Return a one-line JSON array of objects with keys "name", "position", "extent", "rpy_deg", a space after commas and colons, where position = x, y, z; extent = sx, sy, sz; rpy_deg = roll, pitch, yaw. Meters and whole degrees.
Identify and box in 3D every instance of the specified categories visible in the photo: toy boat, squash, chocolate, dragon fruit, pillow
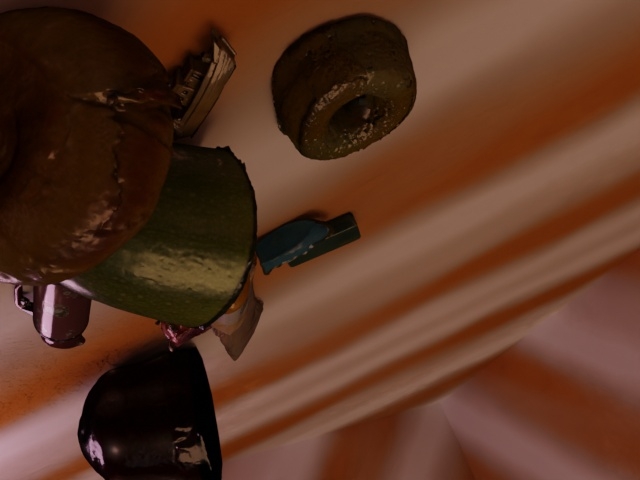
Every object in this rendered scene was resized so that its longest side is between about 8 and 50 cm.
[{"name": "toy boat", "position": [-0.190, -0.224, 0.998], "extent": [0.072, 0.064, 0.206], "rpy_deg": [15, 138, -27]}, {"name": "toy boat", "position": [-0.058, 0.008, 1.505], "extent": [0.186, 0.075, 0.077], "rpy_deg": [-32, 150, 6]}, {"name": "squash", "position": [-0.301, -0.025, 1.021], "extent": [0.309, 0.310, 0.310], "rpy_deg": [10, 139, -41]}, {"name": "chocolate", "position": [-0.456, 0.491, 1.796], "extent": [0.332, 0.383, 0.383], "rpy_deg": [-14, 152, -5]}, {"name": "dragon fruit", "position": [-0.315, 0.180, 1.603], "extent": [0.147, 0.102, 0.096], "rpy_deg": [-26, 162, -14]}, {"name": "pillow", "position": [-0.200, 0.186, 1.678], "extent": [0.270, 0.067, 0.173], "rpy_deg": [80, 34, -65]}]

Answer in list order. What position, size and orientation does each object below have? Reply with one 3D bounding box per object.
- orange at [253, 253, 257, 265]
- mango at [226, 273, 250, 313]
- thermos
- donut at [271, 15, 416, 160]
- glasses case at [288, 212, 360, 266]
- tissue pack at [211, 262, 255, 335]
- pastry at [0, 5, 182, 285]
[{"name": "orange", "position": [-0.179, 0.040, 1.471], "extent": [0.085, 0.085, 0.085], "rpy_deg": [-18, 153, -10]}, {"name": "mango", "position": [-0.199, 0.030, 1.235], "extent": [0.138, 0.257, 0.187], "rpy_deg": [-3, 147, -34]}, {"name": "thermos", "position": [-0.516, 0.120, 1.319], "extent": [0.136, 0.109, 0.330], "rpy_deg": [-8, 150, -28]}, {"name": "donut", "position": [0.045, -0.230, 1.120], "extent": [0.272, 0.107, 0.272], "rpy_deg": [-17, 155, -9]}, {"name": "glasses case", "position": [0.000, 0.000, 1.575], "extent": [0.184, 0.039, 0.077], "rpy_deg": [-23, 153, 1]}, {"name": "tissue pack", "position": [-0.239, 0.096, 1.432], "extent": [0.186, 0.090, 0.222], "rpy_deg": [26, 144, 3]}, {"name": "pastry", "position": [-0.333, -0.111, 0.815], "extent": [0.356, 0.355, 0.164], "rpy_deg": [-31, 162, 16]}]
